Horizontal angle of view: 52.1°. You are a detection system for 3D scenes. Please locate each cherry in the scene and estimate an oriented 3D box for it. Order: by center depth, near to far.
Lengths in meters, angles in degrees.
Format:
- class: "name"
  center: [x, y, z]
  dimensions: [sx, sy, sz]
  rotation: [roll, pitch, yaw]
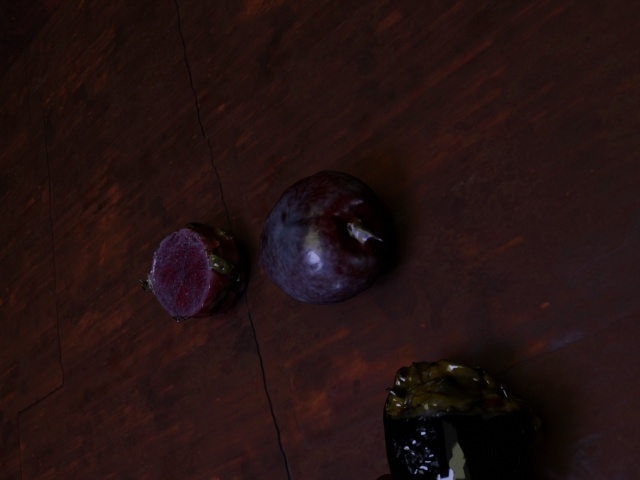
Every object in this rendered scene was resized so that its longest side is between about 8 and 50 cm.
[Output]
- class: "cherry"
  center: [0.000, 0.000, 1.158]
  dimensions: [0.300, 0.203, 0.230]
  rotation: [-17, 75, 45]

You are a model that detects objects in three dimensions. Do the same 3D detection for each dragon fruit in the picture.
- class: "dragon fruit"
  center: [-0.259, 0.068, 1.414]
  dimensions: [0.282, 0.147, 0.211]
  rotation: [-15, 78, 40]

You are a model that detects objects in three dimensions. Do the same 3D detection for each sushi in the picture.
- class: "sushi"
  center: [0.199, 0.267, 0.924]
  dimensions: [0.213, 0.200, 0.204]
  rotation: [-18, 65, 51]

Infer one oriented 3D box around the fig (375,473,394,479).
- class: "fig"
  center: [0.143, 0.403, 1.023]
  dimensions: [0.125, 0.089, 0.088]
  rotation: [-13, 66, 3]
